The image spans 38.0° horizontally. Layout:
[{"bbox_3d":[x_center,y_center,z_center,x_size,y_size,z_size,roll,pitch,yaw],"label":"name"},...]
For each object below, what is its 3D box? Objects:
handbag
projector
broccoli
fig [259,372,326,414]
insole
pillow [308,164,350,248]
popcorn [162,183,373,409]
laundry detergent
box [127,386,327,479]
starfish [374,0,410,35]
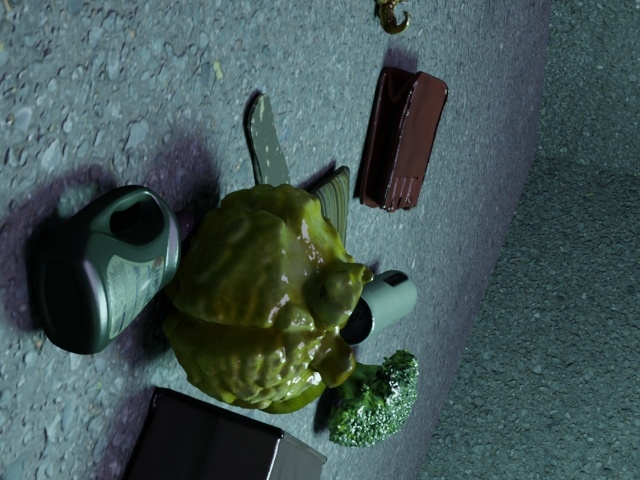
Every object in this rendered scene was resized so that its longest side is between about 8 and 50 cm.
[{"bbox_3d":[0.161,-0.193,1.817,0.260,0.084,0.275,-16,119,-70],"label":"handbag"},{"bbox_3d":[0.105,0.131,1.865,0.337,0.108,0.108,-15,118,-69],"label":"projector"},{"bbox_3d":[0.109,0.323,1.927,0.198,0.176,0.226,105,-4,-74],"label":"broccoli"},{"bbox_3d":[-0.078,0.169,1.369,0.148,0.186,0.142,-44,-166,-23],"label":"fig"},{"bbox_3d":[-0.072,-0.108,1.308,0.248,0.011,0.081,80,30,-54],"label":"insole"},{"bbox_3d":[0.000,0.000,1.541,0.212,0.052,0.208,-44,142,-61],"label":"pillow"},{"bbox_3d":[-0.066,0.071,1.128,0.258,0.270,0.224,-31,159,9],"label":"popcorn"},{"bbox_3d":[-0.193,0.010,0.939,0.221,0.078,0.144,-48,144,-53],"label":"laundry detergent"},{"bbox_3d":[-0.118,0.312,1.230,0.252,0.188,0.153,64,44,-66],"label":"box"},{"bbox_3d":[0.143,-0.449,1.572,0.146,0.074,0.190,76,34,-58],"label":"starfish"}]
